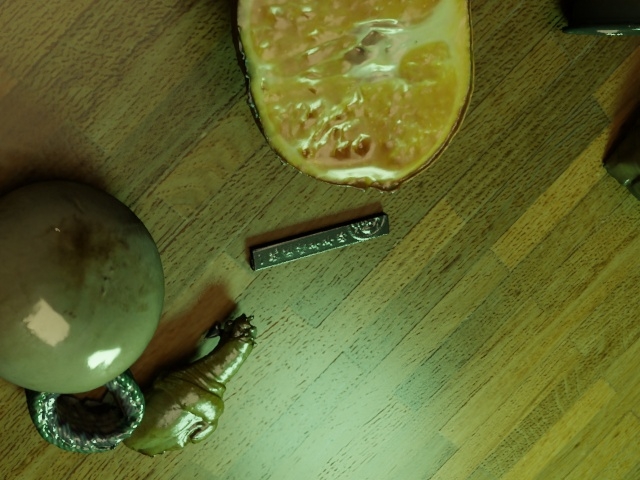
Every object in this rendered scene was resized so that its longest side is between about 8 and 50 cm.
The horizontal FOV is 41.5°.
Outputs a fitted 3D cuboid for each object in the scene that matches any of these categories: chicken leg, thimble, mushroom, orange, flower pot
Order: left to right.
[{"bbox_3d":[-0.278,0.049,0.899,0.226,0.178,0.227,1,89,-45],"label":"mushroom"},{"bbox_3d":[-0.280,0.180,0.999,0.135,0.090,0.118,36,96,-34],"label":"thimble"},{"bbox_3d":[-0.154,0.188,1.072,0.227,0.088,0.103,-44,114,-7],"label":"chicken leg"},{"bbox_3d":[0.034,-0.222,0.864,0.274,0.274,0.310,-27,156,-11],"label":"orange"},{"bbox_3d":[0.385,-0.309,1.044,0.157,0.157,0.107,-4,104,-23],"label":"flower pot"}]

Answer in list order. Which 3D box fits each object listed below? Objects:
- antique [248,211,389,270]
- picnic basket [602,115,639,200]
[{"bbox_3d":[0.000,0.000,1.087,0.192,0.015,0.031,-16,119,-18],"label":"antique"},{"bbox_3d":[0.614,-0.113,1.135,0.293,0.337,0.337,27,100,-30],"label":"picnic basket"}]
